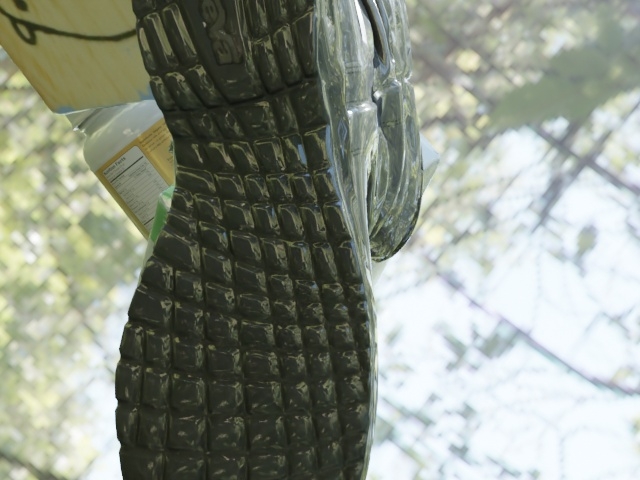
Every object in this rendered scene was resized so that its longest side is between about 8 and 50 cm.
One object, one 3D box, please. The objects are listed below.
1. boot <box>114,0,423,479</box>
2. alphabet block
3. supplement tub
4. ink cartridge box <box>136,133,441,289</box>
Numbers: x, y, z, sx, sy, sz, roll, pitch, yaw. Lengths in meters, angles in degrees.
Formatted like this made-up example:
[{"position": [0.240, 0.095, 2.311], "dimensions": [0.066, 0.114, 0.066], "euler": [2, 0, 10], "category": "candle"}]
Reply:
[{"position": [0.000, 0.000, 0.881], "dimensions": [0.118, 0.338, 0.222], "euler": [2, -3, 18], "category": "boot"}, {"position": [-0.128, -0.225, 1.242], "dimensions": [0.192, 0.193, 0.197], "euler": [-6, -46, 36], "category": "alphabet block"}, {"position": [-0.103, -0.065, 1.521], "dimensions": [0.200, 0.144, 0.144], "euler": [52, -30, -4], "category": "supplement tub"}, {"position": [-0.030, 0.010, 1.144], "dimensions": [0.093, 0.154, 0.212], "euler": [45, -26, 13], "category": "ink cartridge box"}]
